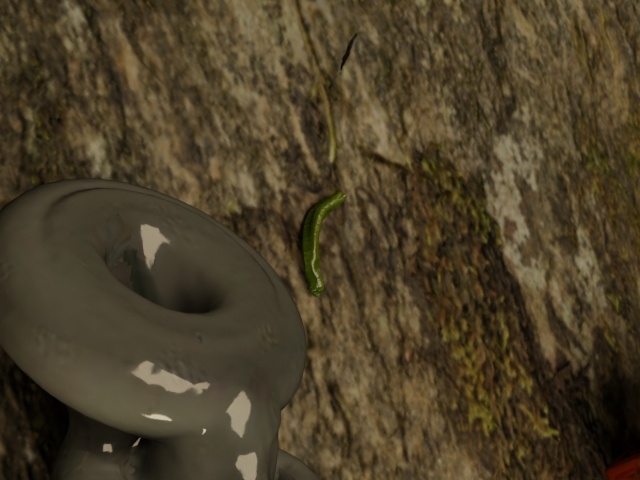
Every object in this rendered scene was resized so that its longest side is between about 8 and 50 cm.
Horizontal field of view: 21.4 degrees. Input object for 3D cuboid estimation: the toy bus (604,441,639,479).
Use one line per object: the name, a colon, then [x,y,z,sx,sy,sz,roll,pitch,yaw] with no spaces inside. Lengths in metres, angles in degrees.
toy bus: [0.335,0.239,1.370,0.143,0.153,0.329,-22,95,-40]

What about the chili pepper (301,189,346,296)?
chili pepper: [-0.001,0.000,1.238,0.030,0.017,0.083,20,70,-36]

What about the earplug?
earplug: [-0.101,0.108,1.041,0.214,0.175,0.326,-5,73,-46]
